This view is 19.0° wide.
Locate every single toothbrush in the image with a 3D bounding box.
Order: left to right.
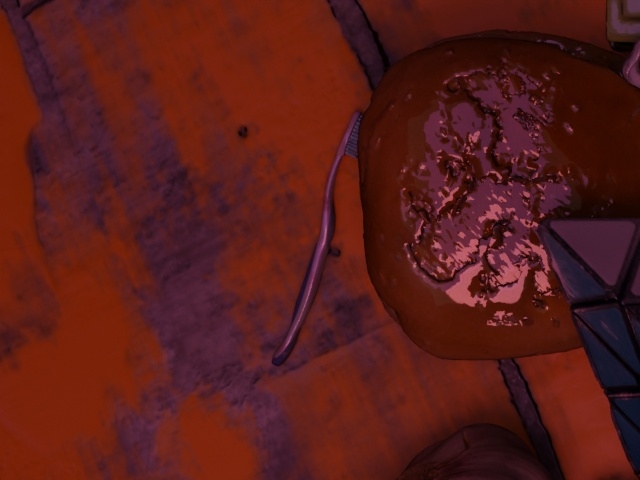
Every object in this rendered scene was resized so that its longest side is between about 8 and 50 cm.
[{"bbox_3d":[0.000,0.000,1.914,0.027,0.021,0.269,21,96,23],"label":"toothbrush"}]

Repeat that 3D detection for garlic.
[{"bbox_3d":[0.145,0.318,1.781,0.245,0.245,0.253,-36,110,15],"label":"garlic"}]

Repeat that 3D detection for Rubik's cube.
[{"bbox_3d":[0.338,0.097,1.668,0.229,0.228,0.233,-5,84,29],"label":"Rubik's cube"}]

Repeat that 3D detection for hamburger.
[{"bbox_3d":[0.178,-0.045,1.782,0.284,0.174,0.304,-4,95,7],"label":"hamburger"}]

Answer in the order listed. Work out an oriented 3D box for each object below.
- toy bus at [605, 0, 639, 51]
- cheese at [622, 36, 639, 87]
[{"bbox_3d":[0.347,-0.215,1.757,0.175,0.101,0.088,4,91,20],"label":"toy bus"},{"bbox_3d":[0.401,-0.122,1.702,0.163,0.071,0.249,-40,104,15],"label":"cheese"}]
